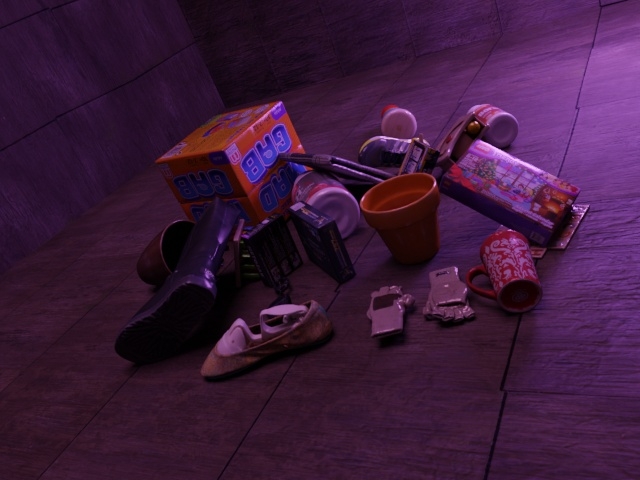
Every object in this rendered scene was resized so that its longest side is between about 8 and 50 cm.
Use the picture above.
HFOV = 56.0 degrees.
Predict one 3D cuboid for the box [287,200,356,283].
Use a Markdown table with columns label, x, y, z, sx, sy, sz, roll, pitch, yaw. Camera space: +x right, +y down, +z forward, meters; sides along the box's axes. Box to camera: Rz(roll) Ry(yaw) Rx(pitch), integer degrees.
| label | x | y | z | sx | sy | sz | roll | pitch | yaw |
| --- | --- | --- | --- | --- | --- | --- | --- | --- | --- |
| box | 0.000 | 0.000 | 1.697 | 0.059 | 0.183 | 0.232 | -30 | 27 | -13 |

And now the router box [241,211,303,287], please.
| label | x | y | z | sx | sy | sz | roll | pitch | yaw |
| --- | --- | --- | --- | --- | --- | --- | --- | --- | --- |
| router box | -0.139 | 0.028 | 1.763 | 0.133 | 0.179 | 0.046 | -37 | 30 | -27 |

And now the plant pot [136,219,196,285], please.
| label | x | y | z | sx | sy | sz | roll | pitch | yaw |
| --- | --- | --- | --- | --- | --- | --- | --- | --- | --- |
| plant pot | -0.501 | 0.067 | 1.999 | 0.230 | 0.215 | 0.215 | -21 | 21 | 39 |

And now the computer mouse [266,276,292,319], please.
| label | x | y | z | sx | sy | sz | roll | pitch | yaw |
| --- | --- | --- | --- | --- | --- | --- | --- | --- | --- |
| computer mouse | -0.106 | 0.163 | 1.648 | 0.071 | 0.041 | 0.242 | -36 | 17 | 12 |

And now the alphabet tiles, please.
| label | x | y | z | sx | sy | sz | roll | pitch | yaw |
| --- | --- | --- | --- | --- | --- | --- | --- | --- | --- |
| alphabet tiles | 0.535 | -0.025 | 1.504 | 0.198 | 0.009 | 0.237 | 2 | 34 | 42 |

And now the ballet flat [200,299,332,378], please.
| label | x | y | z | sx | sy | sz | roll | pitch | yaw |
| --- | --- | --- | --- | --- | --- | --- | --- | --- | --- |
| ballet flat | -0.145 | 0.228 | 1.452 | 0.348 | 0.123 | 0.123 | -19 | 25 | 9 |

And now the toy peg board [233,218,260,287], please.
| label | x | y | z | sx | sy | sz | roll | pitch | yaw |
| --- | --- | --- | --- | --- | --- | --- | --- | --- | --- |
| toy peg board | -0.215 | 0.038 | 1.856 | 0.079 | 0.161 | 0.161 | 1 | 25 | 0 |

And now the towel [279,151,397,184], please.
| label | x | y | z | sx | sy | sz | roll | pitch | yaw |
| --- | --- | --- | --- | --- | --- | --- | --- | --- | --- |
| towel | 0.061 | -0.242 | 2.075 | 0.324 | 0.056 | 0.312 | 10 | 3 | -38 |

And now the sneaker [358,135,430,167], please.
| label | x | y | z | sx | sy | sz | roll | pitch | yaw |
| --- | --- | --- | --- | --- | --- | --- | --- | --- | --- |
| sneaker | 0.271 | -0.295 | 2.068 | 0.299 | 0.111 | 0.121 | -9 | 28 | -21 |

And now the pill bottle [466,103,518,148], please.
| label | x | y | z | sx | sy | sz | roll | pitch | yaw |
| --- | --- | --- | --- | --- | --- | --- | --- | --- | --- |
| pill bottle | 0.580 | -0.400 | 2.070 | 0.121 | 0.121 | 0.216 | -23 | 25 | 1 |

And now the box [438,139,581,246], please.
| label | x | y | z | sx | sy | sz | roll | pitch | yaw |
| --- | --- | --- | --- | --- | --- | --- | --- | --- | --- |
| box | 0.472 | -0.126 | 1.505 | 0.293 | 0.057 | 0.201 | 31 | 51 | 20 |

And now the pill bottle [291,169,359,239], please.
| label | x | y | z | sx | sy | sz | roll | pitch | yaw |
| --- | --- | --- | --- | --- | --- | --- | --- | --- | --- |
| pill bottle | 0.003 | -0.127 | 1.955 | 0.176 | 0.176 | 0.318 | -25 | 25 | -3 |

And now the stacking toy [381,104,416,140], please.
| label | x | y | z | sx | sy | sz | roll | pitch | yaw |
| --- | --- | --- | --- | --- | --- | --- | --- | --- | --- |
| stacking toy | 0.308 | -0.496 | 2.509 | 0.141 | 0.141 | 0.330 | -20 | 18 | 7 |

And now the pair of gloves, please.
| label | x | y | z | sx | sy | sz | roll | pitch | yaw |
| --- | --- | --- | --- | --- | --- | --- | --- | --- | --- |
| pair of gloves | 0.223 | 0.148 | 1.388 | 0.240 | 0.042 | 0.204 | -18 | 22 | 7 |

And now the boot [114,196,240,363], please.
| label | x | y | z | sx | sy | sz | roll | pitch | yaw |
| --- | --- | --- | --- | --- | --- | --- | --- | --- | --- |
| boot | -0.402 | 0.104 | 1.748 | 0.367 | 0.146 | 0.445 | -37 | 27 | 21 |

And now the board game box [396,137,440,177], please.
| label | x | y | z | sx | sy | sz | roll | pitch | yaw |
| --- | --- | --- | --- | --- | --- | --- | --- | --- | --- |
| board game box | 0.306 | -0.227 | 1.925 | 0.048 | 0.170 | 0.141 | 16 | 17 | -18 |

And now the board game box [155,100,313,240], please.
| label | x | y | z | sx | sy | sz | roll | pitch | yaw |
| --- | --- | --- | --- | --- | --- | --- | --- | --- | --- |
| board game box | -0.293 | -0.245 | 2.199 | 0.356 | 0.356 | 0.356 | -2 | 35 | 39 |

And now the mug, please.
| label | x | y | z | sx | sy | sz | roll | pitch | yaw |
| --- | --- | --- | --- | --- | --- | --- | --- | --- | --- |
| mug | 0.407 | 0.083 | 1.315 | 0.150 | 0.113 | 0.169 | -57 | 14 | 30 |

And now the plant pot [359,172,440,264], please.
| label | x | y | z | sx | sy | sz | roll | pitch | yaw |
| --- | --- | --- | --- | --- | --- | --- | --- | --- | --- |
| plant pot | 0.230 | -0.048 | 1.593 | 0.205 | 0.188 | 0.205 | -18 | 26 | 9 |

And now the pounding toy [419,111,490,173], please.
| label | x | y | z | sx | sy | sz | roll | pitch | yaw |
| --- | --- | --- | --- | --- | --- | --- | --- | --- | --- |
| pounding toy | 0.406 | -0.307 | 1.947 | 0.269 | 0.155 | 0.154 | -52 | 12 | 7 |
